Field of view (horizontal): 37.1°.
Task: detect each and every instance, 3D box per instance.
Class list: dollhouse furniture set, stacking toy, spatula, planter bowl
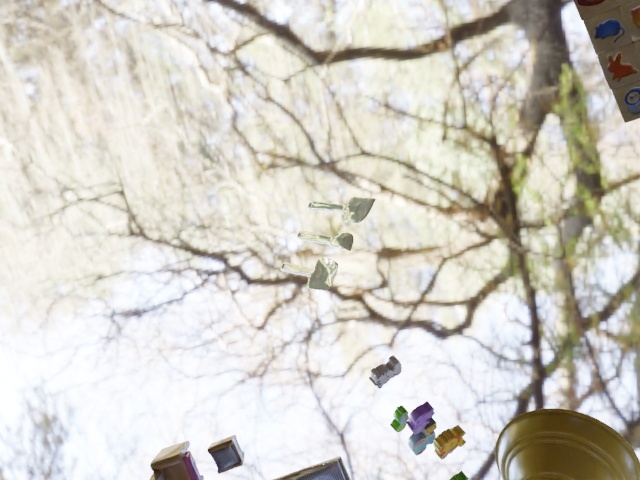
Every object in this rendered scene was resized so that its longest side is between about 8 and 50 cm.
[{"bbox_3d":[-0.066,0.420,1.381,0.303,0.286,0.198,-19,-170,8],"label":"dollhouse furniture set"},{"bbox_3d":[0.152,0.291,1.455,0.052,0.221,0.167,-33,-126,-15],"label":"stacking toy"},{"bbox_3d":[0.000,0.000,1.579,0.019,0.168,0.242,26,173,-24],"label":"spatula"},{"bbox_3d":[0.349,0.357,1.385,0.217,0.217,0.090,3,-151,25],"label":"planter bowl"}]

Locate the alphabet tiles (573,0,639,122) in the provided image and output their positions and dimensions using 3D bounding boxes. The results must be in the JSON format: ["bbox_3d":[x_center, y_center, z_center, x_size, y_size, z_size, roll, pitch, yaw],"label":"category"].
[{"bbox_3d":[0.529,-0.315,1.362,0.285,0.342,0.011,-18,-164,35],"label":"alphabet tiles"}]
